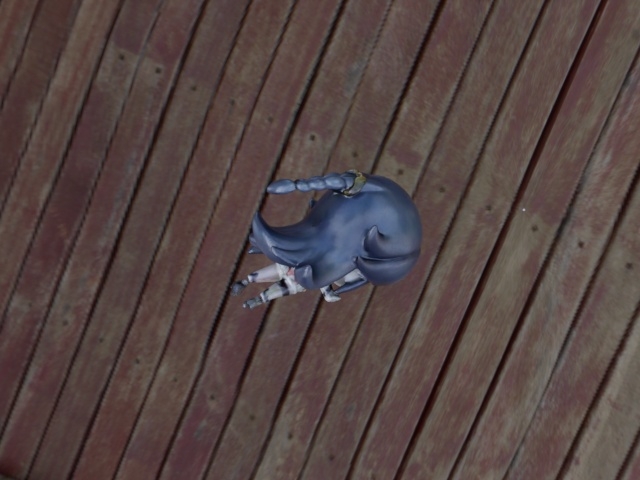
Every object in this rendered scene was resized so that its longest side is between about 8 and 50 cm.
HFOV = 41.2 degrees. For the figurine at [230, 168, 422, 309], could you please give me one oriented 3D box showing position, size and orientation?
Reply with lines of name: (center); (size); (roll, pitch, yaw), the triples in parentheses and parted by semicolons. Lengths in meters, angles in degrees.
figurine: (0.016, 0.001, 1.187); (0.175, 0.265, 0.197); (58, 139, 23)
